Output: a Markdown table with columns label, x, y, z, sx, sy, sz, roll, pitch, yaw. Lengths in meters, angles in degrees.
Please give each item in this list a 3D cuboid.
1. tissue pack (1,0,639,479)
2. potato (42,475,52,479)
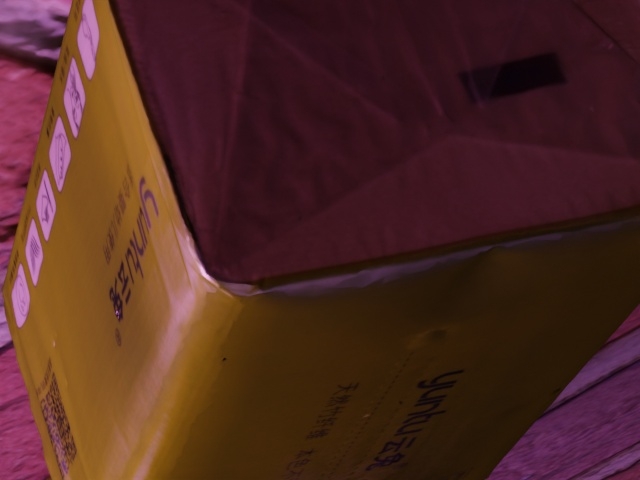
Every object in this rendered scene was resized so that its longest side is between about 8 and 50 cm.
| label | x | y | z | sx | sy | sz | roll | pitch | yaw |
| --- | --- | --- | --- | --- | --- | --- | --- | --- | --- |
| tissue pack | 0.000 | 0.000 | 0.751 | 0.200 | 0.167 | 0.275 | -11 | 157 | -22 |
| potato | -0.100 | 0.202 | 1.157 | 0.298 | 0.176 | 0.141 | -2 | 157 | 18 |
